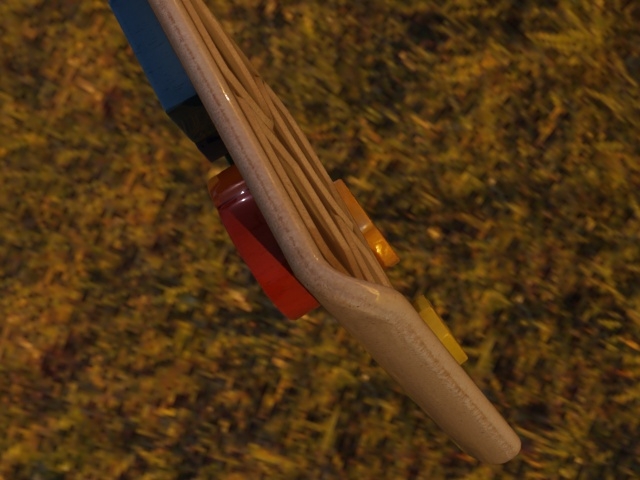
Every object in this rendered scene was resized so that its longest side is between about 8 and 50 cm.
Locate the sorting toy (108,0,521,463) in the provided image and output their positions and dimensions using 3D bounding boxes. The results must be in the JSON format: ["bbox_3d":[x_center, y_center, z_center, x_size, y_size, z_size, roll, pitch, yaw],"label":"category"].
[{"bbox_3d":[0.000,0.000,0.697,0.041,0.307,0.229,-36,61,3],"label":"sorting toy"}]
